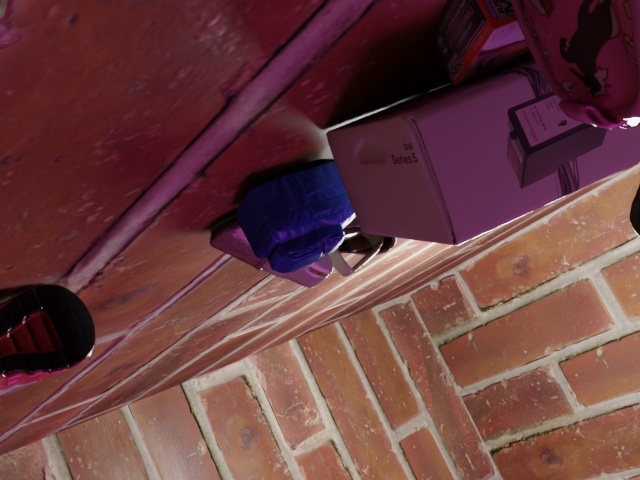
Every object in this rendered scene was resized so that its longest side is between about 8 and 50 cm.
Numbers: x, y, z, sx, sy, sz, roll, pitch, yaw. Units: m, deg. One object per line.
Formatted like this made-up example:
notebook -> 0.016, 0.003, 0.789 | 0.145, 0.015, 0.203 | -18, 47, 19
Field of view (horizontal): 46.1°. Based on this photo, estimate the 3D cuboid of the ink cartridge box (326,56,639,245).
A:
ink cartridge box -> 0.170, -0.100, 0.696 | 0.273, 0.115, 0.198 | -23, -170, -16

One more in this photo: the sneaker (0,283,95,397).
sneaker -> -0.368, 0.134, 0.717 | 0.136, 0.116, 0.314 | -31, 169, 32

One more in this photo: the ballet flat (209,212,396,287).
ballet flat -> 0.000, 0.000, 0.958 | 0.316, 0.106, 0.107 | -14, 164, -47

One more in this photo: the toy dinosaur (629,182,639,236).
toy dinosaur -> 0.409, -0.156, 0.905 | 0.160, 0.313, 0.121 | -1, 151, 14

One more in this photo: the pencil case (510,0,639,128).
pencil case -> 0.311, -0.211, 0.483 | 0.386, 0.167, 0.160 | -24, 159, -6

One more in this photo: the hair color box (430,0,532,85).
hair color box -> 0.181, -0.191, 0.599 | 0.167, 0.053, 0.093 | -22, 170, -12

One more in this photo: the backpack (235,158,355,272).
backpack -> -0.016, -0.027, 0.810 | 0.120, 0.101, 0.098 | -25, 177, -23
